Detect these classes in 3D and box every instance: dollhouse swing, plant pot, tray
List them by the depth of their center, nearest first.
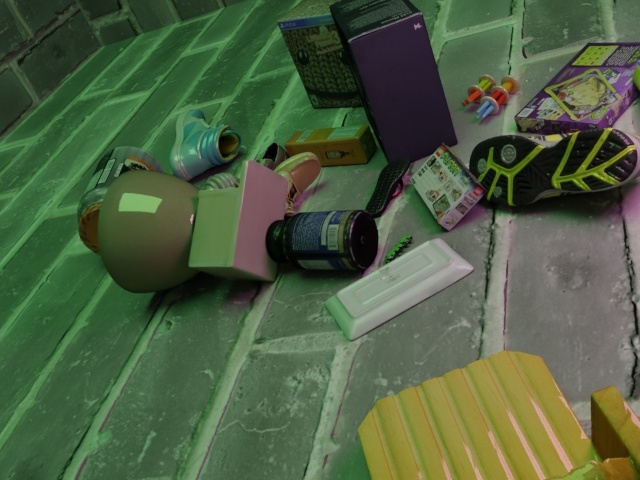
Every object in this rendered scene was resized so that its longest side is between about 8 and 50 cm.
[{"bbox_3d":[0.184,0.245,0.925,0.346,0.315,0.305,-23,52,5],"label":"dollhouse swing"},{"bbox_3d":[0.143,0.080,1.417,0.270,0.030,0.145,-29,31,-6],"label":"tray"},{"bbox_3d":[-0.329,-0.020,1.665,0.190,0.284,0.284,1,40,25],"label":"plant pot"}]

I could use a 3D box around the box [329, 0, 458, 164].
[{"bbox_3d":[0.174,-0.411,1.817,0.179,0.343,0.312,-21,31,4],"label":"box"}]

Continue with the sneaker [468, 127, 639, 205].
[{"bbox_3d":[0.461,-0.139,1.455,0.147,0.145,0.384,-2,5,-39],"label":"sneaker"}]

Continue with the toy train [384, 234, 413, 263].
[{"bbox_3d":[0.158,0.017,1.511,0.083,0.017,0.023,-44,27,-27],"label":"toy train"}]

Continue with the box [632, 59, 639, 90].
[{"bbox_3d":[0.727,-0.321,1.552,0.109,0.042,0.178,7,36,1],"label":"box"}]

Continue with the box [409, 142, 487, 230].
[{"bbox_3d":[0.266,-0.117,1.571,0.114,0.036,0.207,-48,28,17],"label":"box"}]

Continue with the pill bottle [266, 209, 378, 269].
[{"bbox_3d":[0.000,0.000,1.544,0.219,0.123,0.123,-1,39,33],"label":"pill bottle"}]

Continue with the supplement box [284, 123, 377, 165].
[{"bbox_3d":[0.026,-0.244,1.928,0.233,0.078,0.080,2,38,36],"label":"supplement box"}]

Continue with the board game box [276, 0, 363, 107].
[{"bbox_3d":[0.049,-0.546,2.152,0.232,0.291,0.141,6,43,41],"label":"board game box"}]

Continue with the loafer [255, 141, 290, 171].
[{"bbox_3d":[-0.160,-0.168,1.933,0.094,0.087,0.251,-3,38,31],"label":"loafer"}]

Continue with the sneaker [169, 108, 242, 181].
[{"bbox_3d":[-0.328,-0.312,2.231,0.208,0.127,0.319,-18,42,14],"label":"sneaker"}]

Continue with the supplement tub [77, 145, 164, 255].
[{"bbox_3d":[-0.538,-0.105,2.002,0.193,0.194,0.316,-18,33,11],"label":"supplement tub"}]

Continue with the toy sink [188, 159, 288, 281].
[{"bbox_3d":[-0.177,-0.039,1.596,0.131,0.152,0.234,-1,76,32],"label":"toy sink"}]

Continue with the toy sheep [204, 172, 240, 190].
[{"bbox_3d":[-0.262,-0.134,1.959,0.132,0.091,0.091,-26,26,-38],"label":"toy sheep"}]

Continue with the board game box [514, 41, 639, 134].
[{"bbox_3d":[0.627,-0.352,1.704,0.347,0.056,0.208,-43,32,-26],"label":"board game box"}]

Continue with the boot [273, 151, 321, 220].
[{"bbox_3d":[-0.076,-0.093,1.751,0.262,0.095,0.203,-37,32,-8],"label":"boot"}]

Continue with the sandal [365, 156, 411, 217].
[{"bbox_3d":[0.157,-0.117,1.697,0.067,0.040,0.179,3,56,46],"label":"sandal"}]

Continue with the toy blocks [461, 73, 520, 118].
[{"bbox_3d":[0.406,-0.353,1.847,0.123,0.054,0.148,15,50,45],"label":"toy blocks"}]
